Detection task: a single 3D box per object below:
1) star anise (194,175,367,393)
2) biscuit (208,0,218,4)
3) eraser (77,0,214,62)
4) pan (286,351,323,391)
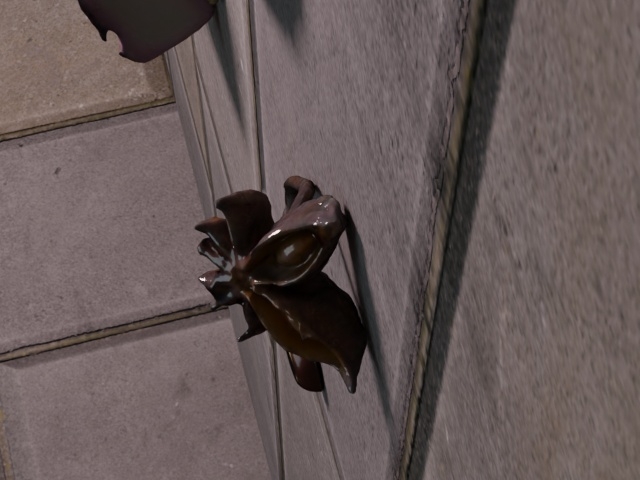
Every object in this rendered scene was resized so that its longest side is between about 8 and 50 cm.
[{"bbox_3d":[0.000,0.000,1.148,0.148,0.218,0.227,49,-138,-7],"label":"star anise"},{"bbox_3d":[-0.113,-0.281,1.573,0.120,0.015,0.120,167,90,-83],"label":"biscuit"},{"bbox_3d":[-0.242,-0.387,1.731,0.272,0.122,0.359,56,-172,-40],"label":"eraser"},{"bbox_3d":[-0.023,0.082,1.486,0.068,0.023,0.115,102,154,-78],"label":"pan"}]
